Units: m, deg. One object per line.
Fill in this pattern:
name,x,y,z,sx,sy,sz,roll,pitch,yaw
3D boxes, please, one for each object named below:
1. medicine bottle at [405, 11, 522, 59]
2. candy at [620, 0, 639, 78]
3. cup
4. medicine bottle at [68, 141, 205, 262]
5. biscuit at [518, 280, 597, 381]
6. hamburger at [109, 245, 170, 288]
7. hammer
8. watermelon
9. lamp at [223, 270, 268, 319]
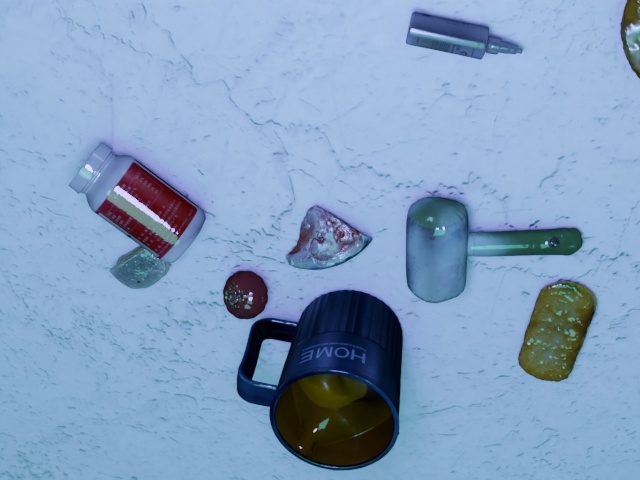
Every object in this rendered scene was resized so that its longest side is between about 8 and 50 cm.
medicine bottle,0.248,-0.343,1.669,0.199,0.058,0.058,12,122,1
candy,0.614,-0.348,1.573,0.259,0.118,0.260,5,119,8
cup,0.016,0.272,1.939,0.307,0.292,0.242,-16,117,19
medicine bottle,-0.352,-0.073,1.884,0.250,0.131,0.131,37,119,-13
biscuit,0.475,0.184,1.967,0.118,0.029,0.247,16,122,8
hamburger,-0.362,0.055,2.011,0.121,0.054,0.084,-32,110,17
hammer,0.329,0.014,1.849,0.335,0.119,0.206,-2,122,3
watermelon,0.000,0.000,1.912,0.187,0.071,0.139,-17,113,19
lamp,-0.154,0.111,1.989,0.101,0.090,0.101,1,92,31
